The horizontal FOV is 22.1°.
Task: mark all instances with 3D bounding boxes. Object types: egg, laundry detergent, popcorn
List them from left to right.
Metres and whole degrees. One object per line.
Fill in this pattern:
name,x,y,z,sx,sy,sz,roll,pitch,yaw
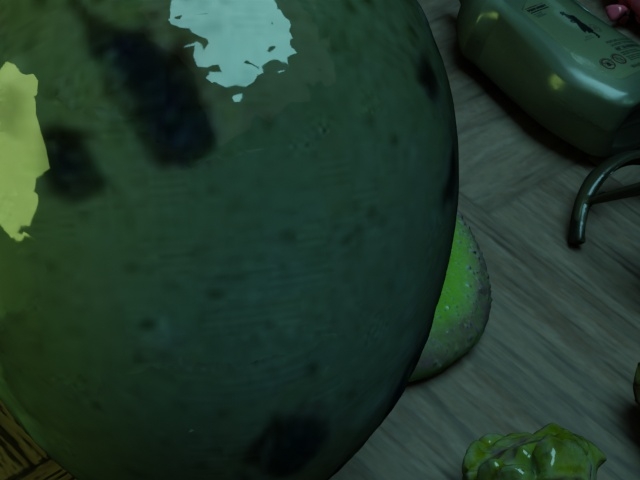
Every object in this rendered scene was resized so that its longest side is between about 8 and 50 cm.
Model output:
egg,-0.079,-0.035,1.049,0.345,0.345,0.428,-5,76,-31
popcorn,0.149,0.171,1.143,0.097,0.089,0.109,2,13,37
laundry detergent,0.229,-0.191,1.612,0.181,0.091,0.253,-21,54,-43

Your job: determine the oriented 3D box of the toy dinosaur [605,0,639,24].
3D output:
toy dinosaur,0.400,-0.229,1.785,0.286,0.070,0.139,43,20,23

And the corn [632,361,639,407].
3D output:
corn,0.319,0.186,1.192,0.098,0.098,0.290,1,42,-25

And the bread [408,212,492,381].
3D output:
bread,0.003,-0.002,1.313,0.301,0.045,0.301,14,37,-11

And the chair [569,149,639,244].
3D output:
chair,0.365,-0.003,1.407,0.188,0.166,0.272,-16,8,-37
